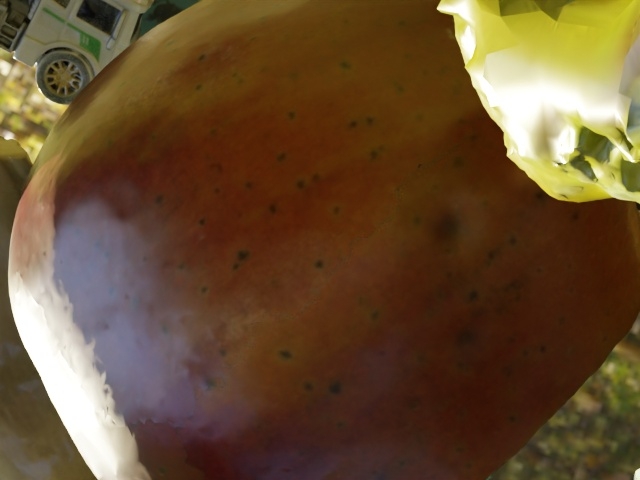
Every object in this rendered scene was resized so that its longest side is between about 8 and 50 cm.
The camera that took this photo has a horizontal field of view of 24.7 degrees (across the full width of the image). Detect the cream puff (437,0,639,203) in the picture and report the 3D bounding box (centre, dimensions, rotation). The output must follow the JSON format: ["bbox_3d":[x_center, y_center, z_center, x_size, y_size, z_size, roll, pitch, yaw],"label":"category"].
[{"bbox_3d":[0.116,-0.143,0.476,0.185,0.282,0.282,24,159,-33],"label":"cream puff"}]

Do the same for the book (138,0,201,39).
[{"bbox_3d":[-0.143,-0.310,1.726,0.264,0.379,0.031,14,180,29],"label":"book"}]

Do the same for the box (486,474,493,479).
[{"bbox_3d":[0.168,0.178,1.644,0.139,0.194,0.073,33,134,14],"label":"box"}]

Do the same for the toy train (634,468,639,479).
[{"bbox_3d":[0.369,0.409,1.434,0.086,0.407,0.088,20,144,-19],"label":"toy train"}]

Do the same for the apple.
[{"bbox_3d":[0.000,0.000,0.841,0.365,0.329,0.295,-29,176,16],"label":"apple"}]

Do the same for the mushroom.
[{"bbox_3d":[-0.224,0.075,1.050,0.137,0.154,0.407,38,156,59],"label":"mushroom"}]

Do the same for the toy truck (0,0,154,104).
[{"bbox_3d":[-0.339,-0.284,1.445,0.367,0.175,0.146,29,-159,-12],"label":"toy truck"}]
